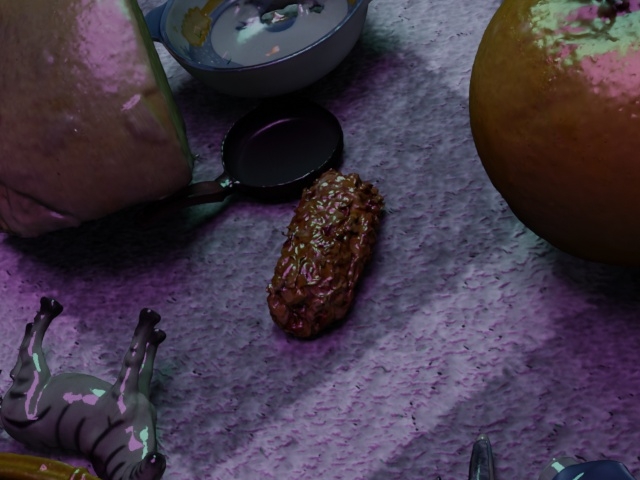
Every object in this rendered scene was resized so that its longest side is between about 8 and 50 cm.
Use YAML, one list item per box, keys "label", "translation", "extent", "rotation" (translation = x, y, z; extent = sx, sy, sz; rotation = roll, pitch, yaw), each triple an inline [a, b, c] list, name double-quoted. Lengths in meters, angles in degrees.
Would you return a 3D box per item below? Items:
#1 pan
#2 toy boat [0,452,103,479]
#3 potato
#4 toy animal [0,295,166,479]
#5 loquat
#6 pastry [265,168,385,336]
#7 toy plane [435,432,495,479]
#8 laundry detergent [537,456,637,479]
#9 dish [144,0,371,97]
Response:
- label: "pan"
  translation: [-0.073, -0.056, 1.443]
  extent: [0.212, 0.040, 0.115]
  rotation: [-32, 46, -20]
- label: "toy boat"
  translation: [-0.208, 0.229, 1.177]
  extent: [0.318, 0.099, 0.141]
  rotation: [9, 87, 38]
- label: "potato"
  translation: [-0.241, -0.149, 1.418]
  extent: [0.211, 0.264, 0.189]
  rotation: [-17, 12, 3]
- label: "toy animal"
  translation: [-0.188, 0.140, 1.286]
  extent: [0.216, 0.073, 0.176]
  rotation: [4, 65, 30]
- label: "loquat"
  translation: [0.245, -0.106, 1.215]
  extent: [0.263, 0.263, 0.263]
  rotation: [-11, 45, 11]
- label: "pastry"
  translation: [0.003, 0.000, 1.347]
  extent: [0.087, 0.063, 0.169]
  rotation: [-2, 49, 22]
- label: "toy plane"
  translation: [0.095, 0.221, 1.083]
  extent: [0.192, 0.088, 0.262]
  rotation: [-35, 35, 30]
- label: "laundry detergent"
  translation: [0.211, 0.211, 1.068]
  extent: [0.096, 0.061, 0.206]
  rotation: [-38, 46, -9]
- label: "dish"
  translation: [-0.037, -0.206, 1.541]
  extent: [0.236, 0.086, 0.228]
  rotation: [10, 52, 29]
